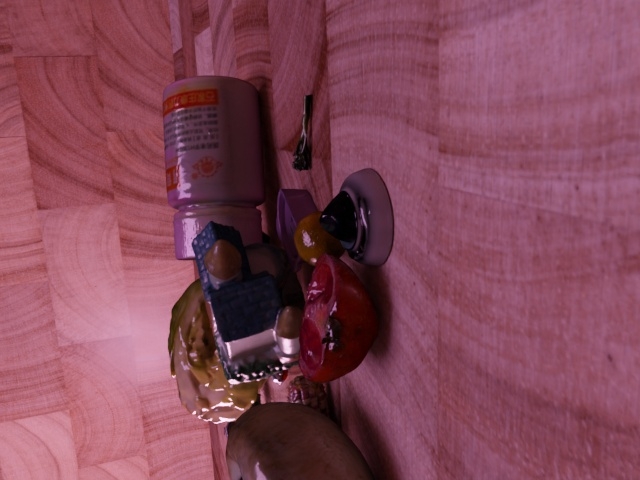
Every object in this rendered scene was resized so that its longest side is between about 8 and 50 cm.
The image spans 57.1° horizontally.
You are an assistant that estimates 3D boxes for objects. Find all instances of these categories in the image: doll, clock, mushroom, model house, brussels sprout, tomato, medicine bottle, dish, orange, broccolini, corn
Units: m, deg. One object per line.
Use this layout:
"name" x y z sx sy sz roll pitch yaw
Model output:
"doll" -0.097 0.313 1.402 0.057 0.039 0.114 57 146 40
"clock" -0.038 -0.019 1.091 0.110 0.050 0.152 103 153 -44
"mushroom" -0.051 0.430 0.951 0.352 0.261 0.351 32 127 57
"model house" -0.122 0.076 1.057 0.325 0.194 0.267 92 160 -60
"brussels sprout" -0.220 0.226 1.335 0.344 0.268 0.343 -159 90 -85
"tomato" 0.031 0.118 0.875 0.173 0.100 0.189 -143 66 -76
"medicine bottle" -0.235 -0.151 1.322 0.219 0.219 0.387 169 97 -71
"dish" 0.037 -0.028 0.829 0.141 0.078 0.141 172 90 -71
"orange" 0.000 0.000 0.933 0.095 0.085 0.085 111 147 -44
"broccolini" -0.034 -0.189 1.043 0.030 0.035 0.139 -133 41 -54
"corn" -0.016 0.377 1.134 0.079 0.080 0.236 -169 73 -70

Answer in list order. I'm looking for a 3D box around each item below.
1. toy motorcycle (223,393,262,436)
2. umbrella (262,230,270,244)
"toy motorcycle" -0.199 0.413 1.626 0.205 0.127 0.275 132 135 -64
"umbrella" -0.172 0.046 1.496 0.235 0.059 0.066 126 151 -62
